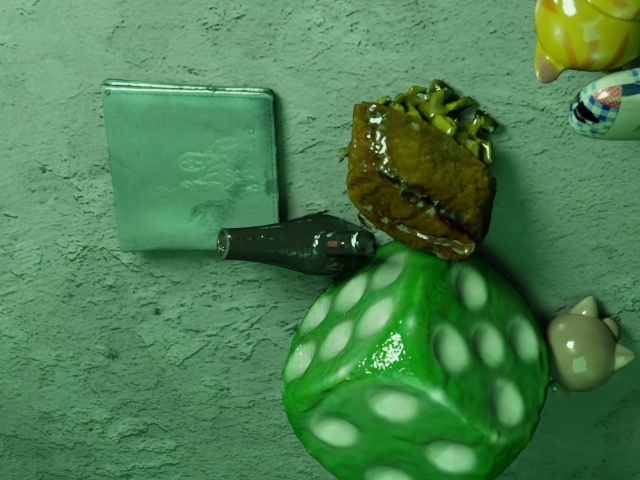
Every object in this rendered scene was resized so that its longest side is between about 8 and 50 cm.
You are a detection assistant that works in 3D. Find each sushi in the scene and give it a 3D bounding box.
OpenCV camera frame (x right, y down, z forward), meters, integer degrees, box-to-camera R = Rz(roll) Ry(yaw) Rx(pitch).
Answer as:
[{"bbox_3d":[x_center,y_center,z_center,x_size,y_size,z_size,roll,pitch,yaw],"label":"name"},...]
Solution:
[{"bbox_3d":[0.147,-0.092,1.778,0.296,0.179,0.167,34,144,-16],"label":"sushi"}]

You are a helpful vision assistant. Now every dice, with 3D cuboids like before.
[{"bbox_3d":[0.137,0.196,1.911,0.297,0.287,0.300,-29,114,39],"label":"dice"}]

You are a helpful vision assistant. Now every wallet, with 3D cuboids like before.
[{"bbox_3d":[-0.181,-0.102,1.878,0.251,0.054,0.290,2,126,2],"label":"wallet"}]

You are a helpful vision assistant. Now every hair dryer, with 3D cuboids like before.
[{"bbox_3d":[0.000,0.000,1.805,0.235,0.091,0.271,1,176,-26],"label":"hair dryer"}]

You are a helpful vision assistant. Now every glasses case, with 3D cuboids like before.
[{"bbox_3d":[0.472,-0.178,1.632,0.327,0.076,0.125,-6,164,-10],"label":"glasses case"}]

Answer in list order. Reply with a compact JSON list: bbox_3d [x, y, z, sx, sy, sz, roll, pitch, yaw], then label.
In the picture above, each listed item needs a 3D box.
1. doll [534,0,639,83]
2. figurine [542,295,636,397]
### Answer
[{"bbox_3d":[0.355,-0.317,1.538,0.166,0.162,0.270,1,147,-24],"label":"doll"},{"bbox_3d":[0.395,0.167,1.979,0.138,0.125,0.125,-41,115,21],"label":"figurine"}]
